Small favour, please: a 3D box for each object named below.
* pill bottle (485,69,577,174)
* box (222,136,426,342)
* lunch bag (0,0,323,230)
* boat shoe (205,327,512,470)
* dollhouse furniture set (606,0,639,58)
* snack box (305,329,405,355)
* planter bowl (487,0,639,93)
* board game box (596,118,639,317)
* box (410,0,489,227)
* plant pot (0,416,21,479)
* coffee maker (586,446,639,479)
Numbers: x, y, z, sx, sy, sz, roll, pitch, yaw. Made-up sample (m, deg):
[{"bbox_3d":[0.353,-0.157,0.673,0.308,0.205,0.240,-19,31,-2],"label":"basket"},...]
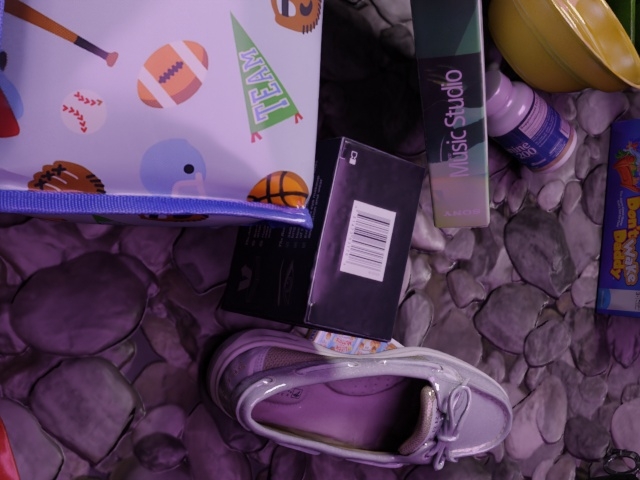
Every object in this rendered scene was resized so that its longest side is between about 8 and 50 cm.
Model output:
[{"bbox_3d":[0.214,-0.128,1.084,0.120,0.067,0.067,35,73,-28],"label":"pill bottle"},{"bbox_3d":[0.000,0.000,0.893,0.093,0.158,0.156,16,83,-30],"label":"box"},{"bbox_3d":[-0.197,-0.173,0.731,0.385,0.239,0.328,5,89,-17],"label":"lunch bag"},{"bbox_3d":[0.053,0.159,0.940,0.320,0.103,0.118,17,102,-27],"label":"boat shoe"},{"bbox_3d":[0.452,-0.351,1.157,0.151,0.197,0.302,0,91,-31],"label":"dollhouse furniture set"},{"bbox_3d":[0.060,0.129,1.015,0.178,0.022,0.064,36,74,-28],"label":"snack box"},{"bbox_3d":[0.241,-0.223,1.065,0.217,0.090,0.217,35,36,-29],"label":"planter bowl"},{"bbox_3d":[0.501,-0.009,1.264,0.347,0.078,0.234,7,87,-32],"label":"board game box"},{"bbox_3d":[0.111,-0.202,0.872,0.322,0.058,0.232,76,15,-44],"label":"box"},{"bbox_3d":[-0.299,0.302,0.650,0.235,0.267,0.267,-15,99,-11],"label":"plant pot"},{"bbox_3d":[0.364,0.366,1.156,0.171,0.120,0.178,-41,112,-26],"label":"coffee maker"}]
